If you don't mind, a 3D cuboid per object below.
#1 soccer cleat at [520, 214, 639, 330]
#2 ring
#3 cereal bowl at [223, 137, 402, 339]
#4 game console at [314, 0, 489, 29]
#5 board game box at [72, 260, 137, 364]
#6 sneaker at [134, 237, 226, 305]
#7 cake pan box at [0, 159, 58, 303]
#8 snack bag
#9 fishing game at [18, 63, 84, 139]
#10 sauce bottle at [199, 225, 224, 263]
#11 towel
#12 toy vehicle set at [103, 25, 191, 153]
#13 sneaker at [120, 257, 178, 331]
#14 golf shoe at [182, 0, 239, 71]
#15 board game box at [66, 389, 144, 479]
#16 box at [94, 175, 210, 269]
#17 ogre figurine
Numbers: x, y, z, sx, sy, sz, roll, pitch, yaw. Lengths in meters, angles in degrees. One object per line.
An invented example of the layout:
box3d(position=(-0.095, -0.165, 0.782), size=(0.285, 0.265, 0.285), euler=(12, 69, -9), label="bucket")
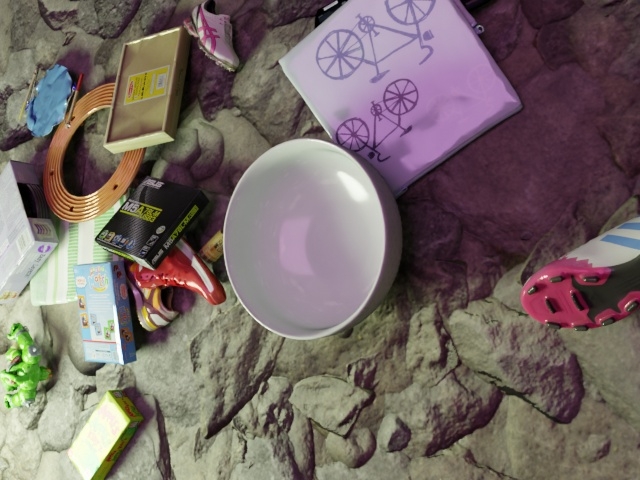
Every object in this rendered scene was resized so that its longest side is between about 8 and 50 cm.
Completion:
box3d(position=(0.441, 0.031, 1.035), size=(0.331, 0.143, 0.116), euler=(-30, 100, 45), label="soccer cleat")
box3d(position=(-0.505, -0.198, 1.652), size=(0.336, 0.032, 0.337), euler=(-13, 66, 30), label="ring")
box3d(position=(0.000, 0.000, 1.269), size=(0.338, 0.141, 0.339), euler=(-3, 84, 33), label="cereal bowl")
box3d(position=(0.146, -0.382, 1.304), size=(0.361, 0.044, 0.213), euler=(-22, 74, 27), label="game console")
box3d(position=(-0.459, 0.152, 1.548), size=(0.160, 0.039, 0.212), euler=(-5, 94, 44), label="board game box")
box3d(position=(-0.283, 0.081, 1.447), size=(0.128, 0.087, 0.221), euler=(-39, 49, -6), label="sneaker")
box3d(position=(-0.736, -0.021, 1.740), size=(0.267, 0.070, 0.246), euler=(-45, 61, 29), label="cake pan box")
box3d(position=(0.137, -0.276, 1.256), size=(0.323, 0.037, 0.343), euler=(-36, 83, 21), label="snack bag")
box3d(position=(-0.652, -0.335, 1.776), size=(0.264, 0.041, 0.189), euler=(11, 84, 42), label="fishing game")
box3d(position=(-0.186, -0.007, 1.447), size=(0.128, 0.042, 0.042), euler=(-44, 63, 21), label="sauce bottle")
box3d(position=(-0.550, 0.015, 1.669), size=(0.324, 0.038, 0.248), euler=(-8, 79, 30), label="towel")
box3d(position=(-0.371, -0.325, 1.571), size=(0.165, 0.035, 0.267), euler=(-6, 67, 27), label="toy vehicle set")
box3d(position=(-0.352, 0.092, 1.525), size=(0.083, 0.069, 0.186), euler=(-29, 75, 15), label="sneaker")
box3d(position=(-0.215, -0.428, 1.514), size=(0.086, 0.067, 0.186), euler=(-44, 63, 17), label="golf shoe")
box3d(position=(-0.457, 0.415, 1.548), size=(0.092, 0.043, 0.181), euler=(42, 104, 29), label="board game box")
box3d(position=(-0.346, -0.041, 1.489), size=(0.190, 0.045, 0.184), euler=(17, 65, 41), label="box")
box3d(position=(-0.684, 0.301, 1.675), size=(0.118, 0.096, 0.197), euler=(14, 79, 43), label="ogre figurine")
